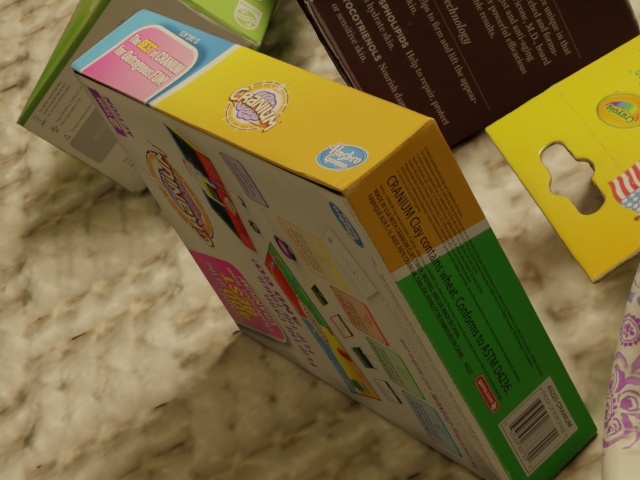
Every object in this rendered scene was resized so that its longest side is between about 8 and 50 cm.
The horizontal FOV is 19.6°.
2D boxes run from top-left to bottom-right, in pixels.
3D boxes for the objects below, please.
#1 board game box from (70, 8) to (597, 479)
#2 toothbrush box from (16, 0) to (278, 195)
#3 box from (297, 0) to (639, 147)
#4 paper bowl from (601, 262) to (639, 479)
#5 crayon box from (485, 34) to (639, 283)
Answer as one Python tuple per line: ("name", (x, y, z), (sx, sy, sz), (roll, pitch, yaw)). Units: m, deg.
("board game box", (0.000, 0.000, 1.102), (0.064, 0.242, 0.316), (-41, 35, -16))
("toothbrush box", (-0.112, -0.210, 1.500), (0.206, 0.122, 0.283), (-46, 17, 43))
("box", (0.089, -0.192, 1.343), (0.203, 0.167, 0.168), (-31, 33, 2))
("paper bowl", (0.246, 0.071, 0.821), (0.148, 0.284, 0.284), (13, 36, -12))
("crayon box", (0.279, -0.080, 1.123), (0.318, 0.081, 0.202), (-29, 33, 3))
